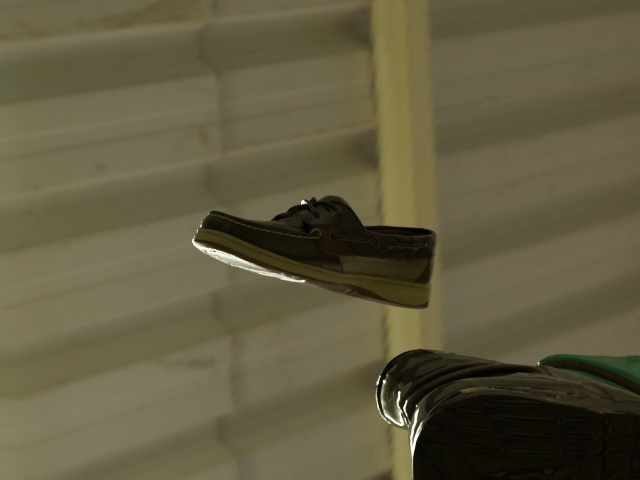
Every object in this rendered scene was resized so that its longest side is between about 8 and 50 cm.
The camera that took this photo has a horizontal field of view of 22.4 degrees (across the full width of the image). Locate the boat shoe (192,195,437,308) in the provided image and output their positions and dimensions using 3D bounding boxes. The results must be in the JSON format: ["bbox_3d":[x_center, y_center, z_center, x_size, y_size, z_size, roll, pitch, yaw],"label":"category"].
[{"bbox_3d":[0.000,0.000,0.845,0.152,0.056,0.049,15,-91,-42],"label":"boat shoe"}]

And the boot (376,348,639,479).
[{"bbox_3d":[0.150,0.093,0.729,0.247,0.161,0.083,13,-83,-2],"label":"boot"}]

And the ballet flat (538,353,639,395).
[{"bbox_3d":[0.264,0.129,1.108,0.087,0.247,0.083,-58,-5,-38],"label":"ballet flat"}]
